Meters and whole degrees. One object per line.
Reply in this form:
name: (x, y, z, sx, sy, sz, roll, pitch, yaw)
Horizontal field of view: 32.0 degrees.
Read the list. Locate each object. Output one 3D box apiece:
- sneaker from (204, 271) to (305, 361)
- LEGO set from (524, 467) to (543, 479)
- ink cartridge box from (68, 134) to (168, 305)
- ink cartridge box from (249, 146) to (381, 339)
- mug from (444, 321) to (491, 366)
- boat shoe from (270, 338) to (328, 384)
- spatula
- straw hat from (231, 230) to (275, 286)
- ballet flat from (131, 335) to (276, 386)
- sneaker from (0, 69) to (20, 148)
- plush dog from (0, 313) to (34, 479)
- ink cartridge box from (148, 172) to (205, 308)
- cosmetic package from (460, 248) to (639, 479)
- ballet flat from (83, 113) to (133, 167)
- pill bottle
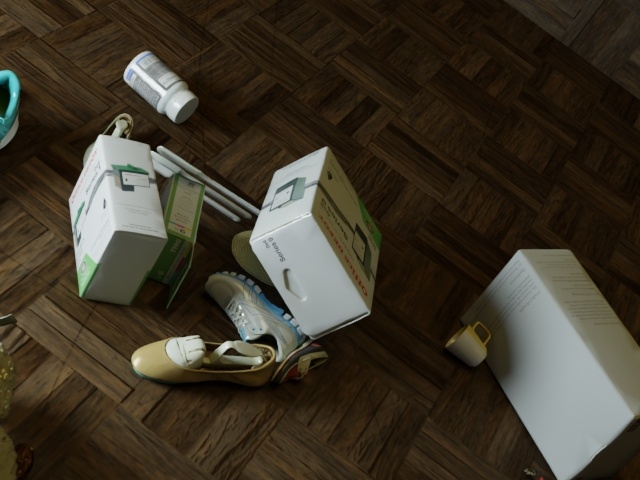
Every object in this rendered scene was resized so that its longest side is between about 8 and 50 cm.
sneaker: (-0.116, 0.126, 1.820, 0.190, 0.071, 0.083, 36, 41, 3)
LEGO set: (0.374, 0.426, 1.907, 0.054, 0.023, 0.083, 26, 23, -15)
ink cartridge box: (-0.323, -0.035, 1.760, 0.092, 0.160, 0.219, 11, 41, -30)
ink cartridge box: (0.000, 0.000, 1.903, 0.211, 0.121, 0.289, 58, 19, -20)
mug: (0.278, 0.193, 2.054, 0.064, 0.078, 0.062, 46, 9, 1)
boat shoe: (-0.034, 0.203, 1.815, 0.043, 0.049, 0.137, 44, 32, 9)
spatula: (-0.206, -0.098, 1.927, 0.242, 0.168, 0.019, 33, 74, -26)
straw hat: (-0.080, 0.013, 1.982, 0.144, 0.061, 0.144, 21, 37, -17)
ballet flat: (-0.173, 0.175, 1.710, 0.232, 0.073, 0.080, 8, 43, -32)
sneaker: (-0.548, -0.166, 1.764, 0.107, 0.110, 0.275, 24, 47, -14)
plush dog: (-0.448, 0.227, 1.361, 0.262, 0.210, 0.225, -9, 77, -44)
ink cartridge box: (-0.246, -0.002, 1.826, 0.062, 0.109, 0.209, 22, 38, -16)
cosmetic package: (0.447, 0.223, 2.031, 0.156, 0.217, 0.385, -1, 50, -39)
ballet flat: (-0.373, -0.172, 1.968, 0.057, 0.052, 0.168, 27, 37, -10)
pill bottle: (-0.303, -0.292, 2.140, 0.137, 0.078, 0.078, 43, 36, 11)
